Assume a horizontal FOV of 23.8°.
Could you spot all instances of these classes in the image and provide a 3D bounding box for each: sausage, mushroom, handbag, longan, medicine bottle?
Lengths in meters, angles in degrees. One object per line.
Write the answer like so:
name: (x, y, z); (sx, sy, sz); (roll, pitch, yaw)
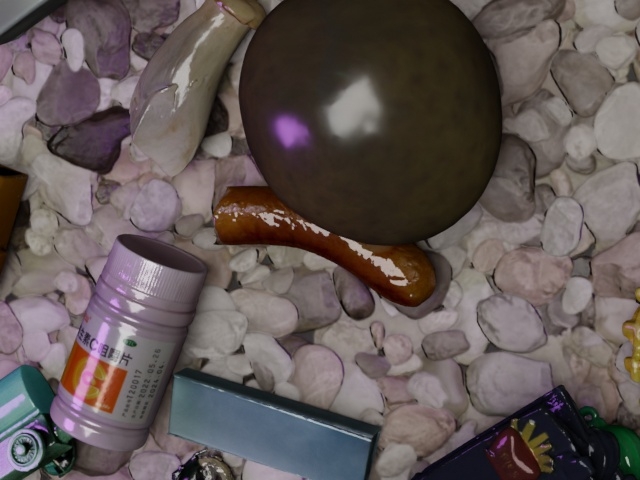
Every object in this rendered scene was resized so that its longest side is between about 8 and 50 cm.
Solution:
sausage: (0.002, -0.004, 1.874); (0.302, 0.076, 0.103); (17, 107, 13)
mushroom: (-0.163, -0.206, 1.886); (0.108, 0.096, 0.247); (36, 101, 34)
handbag: (0.255, 0.361, 1.766); (0.329, 0.122, 0.303); (-39, 85, 40)
longan: (0.059, -0.151, 1.745); (0.319, 0.319, 0.319); (1, 96, 13)
medicine bottle: (-0.240, 0.129, 1.918); (0.133, 0.133, 0.250); (25, 101, 10)

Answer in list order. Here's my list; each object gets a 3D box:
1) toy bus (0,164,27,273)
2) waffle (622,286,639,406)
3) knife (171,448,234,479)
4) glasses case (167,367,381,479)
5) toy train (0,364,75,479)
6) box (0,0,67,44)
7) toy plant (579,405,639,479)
toy bus: (-0.461, -0.007, 1.976); (0.114, 0.098, 0.201); (20, 98, 11)
waffle: (0.493, 0.127, 1.723); (0.329, 0.062, 0.329); (-7, 75, 26)
knife: (-0.088, 0.443, 1.958); (0.089, 0.043, 0.365); (-29, 89, 14)
glasses case: (-0.060, 0.235, 1.933); (0.266, 0.056, 0.105); (16, 123, 12)
toy train: (-0.435, 0.270, 2.006); (0.248, 0.101, 0.159); (-32, 72, 14)
box: (-0.372, -0.342, 1.897); (0.210, 0.148, 0.129); (-32, 96, 17)
toy plant: (0.370, 0.283, 1.802); (0.143, 0.105, 0.200); (-22, 81, 13)
